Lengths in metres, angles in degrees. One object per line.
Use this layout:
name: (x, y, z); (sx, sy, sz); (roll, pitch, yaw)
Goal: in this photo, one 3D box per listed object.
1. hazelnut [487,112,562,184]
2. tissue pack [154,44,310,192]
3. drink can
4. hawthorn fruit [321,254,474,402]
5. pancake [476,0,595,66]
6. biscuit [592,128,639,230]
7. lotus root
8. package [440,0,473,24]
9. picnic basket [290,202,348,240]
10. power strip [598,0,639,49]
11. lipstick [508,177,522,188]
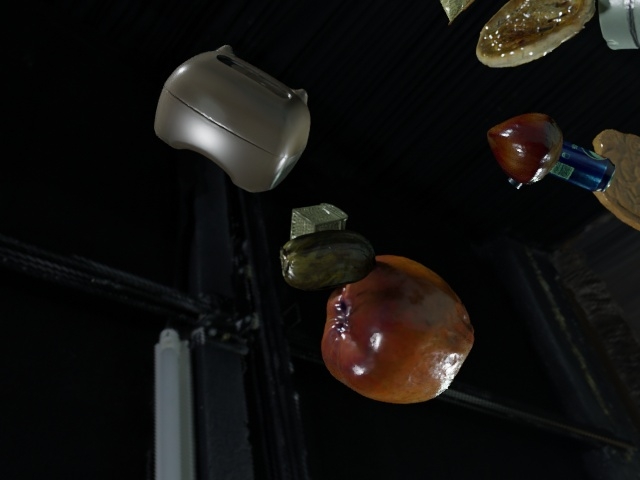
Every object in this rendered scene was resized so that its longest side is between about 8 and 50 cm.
hazelnut: (0.560, -0.265, 1.927); (0.208, 0.208, 0.208); (30, -144, -25)
tissue pack: (-0.223, -0.330, 1.852); (0.387, 0.277, 0.267); (30, -153, 4)
drink can: (0.817, -0.234, 2.198); (0.204, 0.118, 0.118); (25, -149, 8)
hawthorn fruit: (0.242, 0.272, 2.135); (0.471, 0.472, 0.472); (30, -144, -25)
pancake: (0.617, -0.626, 2.002); (0.065, 0.356, 0.356); (52, -156, -38)
biscuit: (1.092, -0.199, 2.362); (0.385, 0.062, 0.365); (21, -119, -11)
lotus root: (0.020, 0.053, 1.980); (0.274, 0.160, 0.152); (-5, -156, -12)
package: (0.288, -0.540, 1.480); (0.108, 0.031, 0.121); (-45, -54, -20)
picnic basket: (0.000, 0.000, 2.188); (0.154, 0.196, 0.134); (-10, -153, -33)
power strip: (0.942, -0.745, 2.031); (0.357, 0.161, 0.358); (-11, -76, -51)
lipstick: (0.800, -0.297, 2.595); (0.053, 0.234, 0.053); (34, -160, -15)
